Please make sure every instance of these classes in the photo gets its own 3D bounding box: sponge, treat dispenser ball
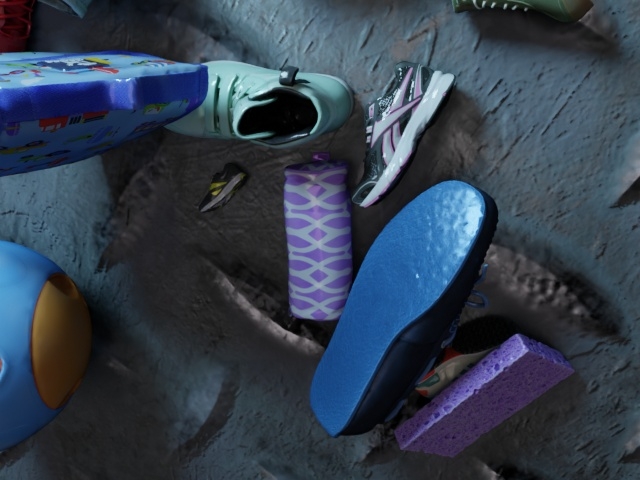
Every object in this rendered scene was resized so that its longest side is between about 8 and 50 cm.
[{"bbox_3d":[0.204,0.202,0.675,0.117,0.031,0.210,26,118,-37],"label":"sponge"},{"bbox_3d":[-0.460,0.139,0.713,0.289,0.288,0.287,4,108,13],"label":"treat dispenser ball"}]

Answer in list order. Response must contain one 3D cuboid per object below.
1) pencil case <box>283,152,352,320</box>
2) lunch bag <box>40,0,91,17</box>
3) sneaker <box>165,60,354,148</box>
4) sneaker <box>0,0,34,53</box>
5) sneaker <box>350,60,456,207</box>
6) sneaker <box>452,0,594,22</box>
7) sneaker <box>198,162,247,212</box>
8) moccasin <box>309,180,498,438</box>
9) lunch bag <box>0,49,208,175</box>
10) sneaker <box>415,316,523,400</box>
[{"bbox_3d":[0.000,0.000,0.664,0.087,0.088,0.205,5,109,16],"label":"pencil case"},{"bbox_3d":[-0.323,-0.402,0.546,0.287,0.169,0.235,26,87,-7],"label":"lunch bag"},{"bbox_3d":[-0.101,-0.155,0.605,0.256,0.151,0.094,2,109,14],"label":"sneaker"},{"bbox_3d":[-0.384,-0.302,0.663,0.128,0.087,0.221,-3,108,16],"label":"sneaker"},{"bbox_3d":[0.079,-0.124,0.619,0.077,0.072,0.178,32,95,11],"label":"sneaker"},{"bbox_3d":[0.176,-0.268,0.553,0.192,0.064,0.086,39,119,0],"label":"sneaker"},{"bbox_3d":[-0.133,-0.070,0.708,0.083,0.031,0.035,-39,82,17],"label":"sneaker"},{"bbox_3d":[0.102,0.085,0.642,0.117,0.137,0.341,14,117,-39],"label":"moccasin"},{"bbox_3d":[-0.275,-0.137,0.559,0.294,0.221,0.138,8,112,39],"label":"lunch bag"},{"bbox_3d":[0.192,0.159,0.693,0.161,0.057,0.075,-31,117,18],"label":"sneaker"}]
